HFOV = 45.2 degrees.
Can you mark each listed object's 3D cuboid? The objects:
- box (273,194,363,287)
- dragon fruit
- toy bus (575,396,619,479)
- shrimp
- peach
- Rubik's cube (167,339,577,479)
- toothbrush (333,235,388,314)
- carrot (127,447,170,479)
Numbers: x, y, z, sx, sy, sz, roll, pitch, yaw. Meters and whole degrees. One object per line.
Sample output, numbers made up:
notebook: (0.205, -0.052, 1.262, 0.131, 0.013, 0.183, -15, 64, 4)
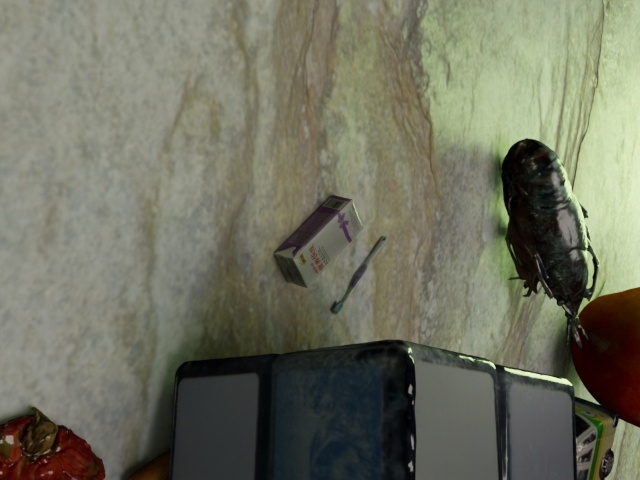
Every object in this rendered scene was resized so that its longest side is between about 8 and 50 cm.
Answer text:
box: (0.000, 0.000, 0.923, 0.117, 0.036, 0.051, -47, 129, -28)
dragon fruit: (-0.257, 0.214, 0.675, 0.162, 0.083, 0.106, -23, 113, -39)
toy bus: (0.422, 0.444, 1.403, 0.179, 0.143, 0.305, 5, 97, -45)
shrimp: (0.390, -0.001, 1.254, 0.172, 0.137, 0.372, -30, 120, -19)
peach: (0.605, 0.231, 1.456, 0.245, 0.249, 0.275, -4, 63, -18)
Rubik's cube: (0.054, 0.279, 0.771, 0.313, 0.318, 0.316, 17, 70, -44)
toothbrush: (0.053, 0.044, 1.009, 0.131, 0.011, 0.013, -54, 154, -23)
carrot: (-0.132, 0.226, 0.840, 0.190, 0.037, 0.037, -29, 120, -43)
